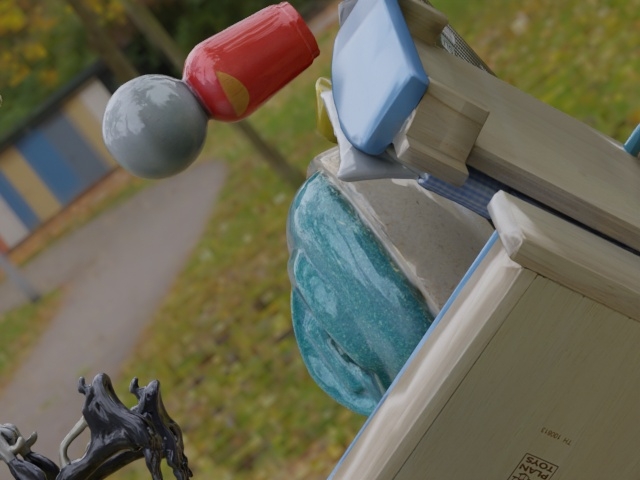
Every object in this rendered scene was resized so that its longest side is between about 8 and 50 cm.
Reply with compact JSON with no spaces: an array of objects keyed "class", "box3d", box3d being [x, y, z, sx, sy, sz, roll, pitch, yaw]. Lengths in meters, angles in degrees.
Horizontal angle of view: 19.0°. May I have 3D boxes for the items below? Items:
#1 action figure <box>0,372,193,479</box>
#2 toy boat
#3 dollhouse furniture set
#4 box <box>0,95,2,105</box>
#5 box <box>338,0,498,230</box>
[{"class":"action figure","box3d":[-0.231,0.181,1.288,0.276,0.140,0.164,-17,-9,6]},{"class":"toy boat","box3d":[0.000,0.000,1.179,0.148,0.318,0.267,-35,-20,-7]},{"class":"dollhouse furniture set","box3d":[0.113,0.049,0.986,0.198,0.286,0.303,-57,21,21]},{"class":"box","box3d":[-0.214,-0.125,0.696,0.087,0.232,0.058,-33,3,-23]},{"class":"box","box3d":[0.114,-0.041,1.450,0.060,0.270,0.216,-24,49,24]}]
